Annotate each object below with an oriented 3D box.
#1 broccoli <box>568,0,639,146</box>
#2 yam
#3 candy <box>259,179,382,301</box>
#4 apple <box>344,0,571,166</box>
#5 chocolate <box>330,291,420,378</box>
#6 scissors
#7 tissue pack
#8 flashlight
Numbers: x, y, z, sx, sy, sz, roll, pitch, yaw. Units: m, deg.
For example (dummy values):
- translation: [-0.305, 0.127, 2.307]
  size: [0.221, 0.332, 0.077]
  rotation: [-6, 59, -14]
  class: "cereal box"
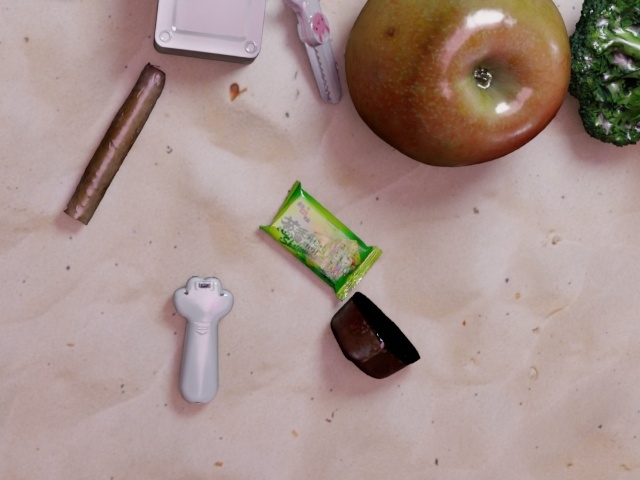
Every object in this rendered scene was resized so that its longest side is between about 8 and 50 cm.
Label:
- translation: [0.512, -0.274, 1.707]
  size: [0.298, 0.297, 0.297]
  rotation: [-15, 120, -27]
  class: "broccoli"
- translation: [-0.304, -0.145, 1.730]
  size: [0.046, 0.046, 0.264]
  rotation: [29, 93, -9]
  class: "yam"
- translation: [0.000, 0.000, 1.791]
  size: [0.178, 0.032, 0.102]
  rotation: [41, 90, -10]
  class: "candy"
- translation: [0.200, -0.256, 1.668]
  size: [0.319, 0.277, 0.319]
  rotation: [-1, 98, -8]
  class: "apple"
- translation: [0.078, 0.165, 1.783]
  size: [0.080, 0.125, 0.148]
  rotation: [-41, 104, 15]
  class: "chocolate"
- translation: [-0.012, -0.321, 1.737]
  size: [0.030, 0.118, 0.242]
  rotation: [-3, 112, 34]
  class: "scissors"
- translation: [-0.154, -0.389, 1.679]
  size: [0.159, 0.136, 0.246]
  rotation: [7, 95, -8]
  class: "tissue pack"
- translation: [-0.183, 0.154, 1.777]
  size: [0.093, 0.047, 0.200]
  rotation: [2, 98, -7]
  class: "flashlight"
